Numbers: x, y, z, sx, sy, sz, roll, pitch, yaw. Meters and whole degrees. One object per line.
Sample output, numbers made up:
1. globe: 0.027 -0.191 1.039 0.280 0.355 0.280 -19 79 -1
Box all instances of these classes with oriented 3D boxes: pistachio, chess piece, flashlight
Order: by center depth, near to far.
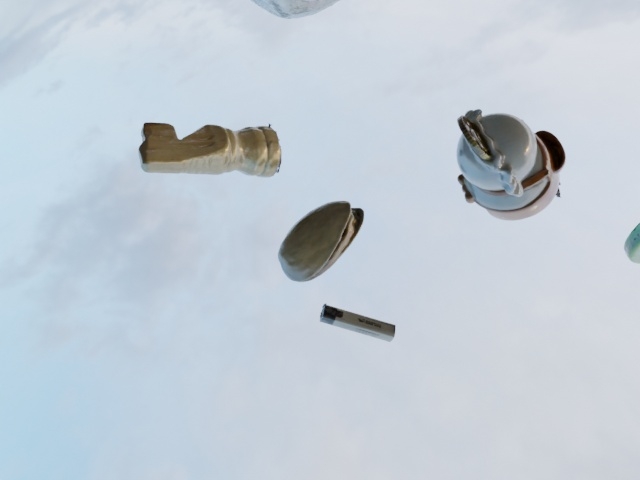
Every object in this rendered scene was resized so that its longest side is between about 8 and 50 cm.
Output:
1. flashlight: 0.041 0.091 0.491 0.083 0.018 0.018 17 -129 -5
2. pistachio: 0.000 0.000 0.985 0.226 0.136 0.135 -43 -135 17
3. chess piece: -0.247 -0.199 0.994 0.301 0.137 0.137 -6 -142 -33

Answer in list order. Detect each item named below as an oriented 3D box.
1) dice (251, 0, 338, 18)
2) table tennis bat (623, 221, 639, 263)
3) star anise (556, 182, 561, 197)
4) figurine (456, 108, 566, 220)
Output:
1. dice: -0.036 -0.328 0.374 0.192 0.193 0.194 -47 -127 7
2. table tennis bat: 0.403 -0.058 0.425 0.161 0.257 0.039 -9 -127 -19
3. star anise: 0.631 -0.174 1.258 0.098 0.070 0.191 2 -153 35
4. figurine: 0.246 -0.106 0.624 0.143 0.272 0.143 -4 -95 50
